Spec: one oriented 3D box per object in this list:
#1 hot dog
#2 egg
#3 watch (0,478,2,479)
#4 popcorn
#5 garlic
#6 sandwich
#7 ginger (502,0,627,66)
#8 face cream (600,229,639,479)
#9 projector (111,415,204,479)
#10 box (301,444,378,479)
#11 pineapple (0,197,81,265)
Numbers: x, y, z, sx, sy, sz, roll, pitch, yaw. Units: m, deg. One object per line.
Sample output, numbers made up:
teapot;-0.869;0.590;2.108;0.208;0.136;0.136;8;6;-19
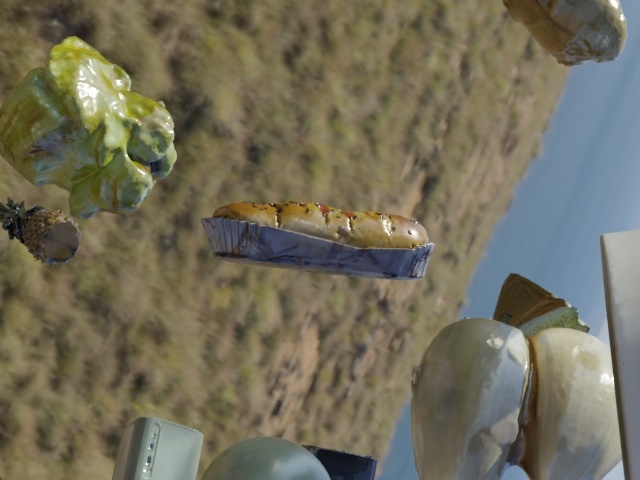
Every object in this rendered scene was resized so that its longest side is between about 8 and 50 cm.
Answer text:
hot dog;0.000;0.000;1.155;0.131;0.252;0.069;162;-67;-75
egg;-0.072;0.353;1.455;0.253;0.186;0.187;61;53;-81
watch;-0.373;0.344;1.113;0.068;0.276;0.275;-6;116;-50
popcorn;-0.351;-0.156;1.674;0.225;0.276;0.276;-51;169;15
garlic;0.253;0.221;1.434;0.249;0.286;0.313;-60;175;26
sandwich;0.335;0.121;1.716;0.088;0.090;0.244;-54;-170;2
ginger;0.257;-0.415;1.309;0.122;0.348;0.363;-65;176;-53
face cream;0.242;0.094;0.549;0.218;0.179;0.218;-6;90;-77
projector;-0.185;0.255;1.244;0.083;0.083;0.082;-41;-146;50
box;0.009;0.427;1.662;0.069;0.120;0.224;156;-55;-71
pineapple;-0.379;-0.018;1.467;0.074;0.159;0.074;-16;115;-37
